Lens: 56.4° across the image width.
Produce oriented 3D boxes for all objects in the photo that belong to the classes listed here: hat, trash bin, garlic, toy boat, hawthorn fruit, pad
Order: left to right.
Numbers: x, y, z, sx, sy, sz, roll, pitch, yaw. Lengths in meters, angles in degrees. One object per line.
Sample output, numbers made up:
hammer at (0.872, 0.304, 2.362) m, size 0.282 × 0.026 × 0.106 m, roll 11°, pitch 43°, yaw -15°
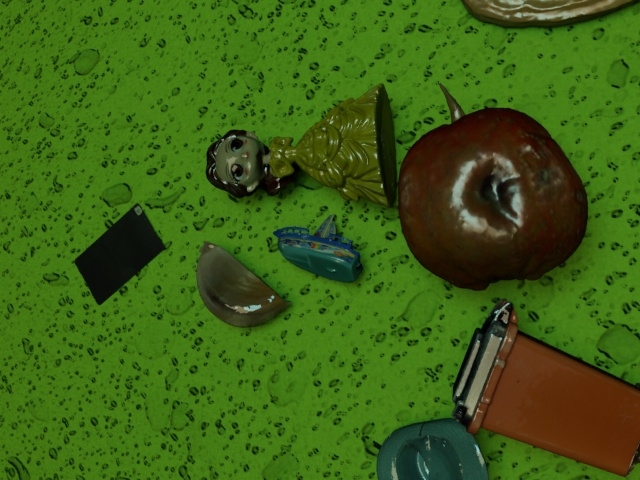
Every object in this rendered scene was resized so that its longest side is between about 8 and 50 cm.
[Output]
pad at (-0.400, 0.028, 1.180) m, size 0.193 × 0.004 × 0.116 m, roll -39°, pitch 73°, yaw 12°
garlic at (-0.154, 0.091, 1.046) m, size 0.196 × 0.087 × 0.101 m, roll 35°, pitch 83°, yaw 23°
toy boat at (0.000, 0.000, 1.008) m, size 0.175 × 0.091 × 0.110 m, roll 14°, pitch 56°, yaw 24°
hat at (0.179, 0.342, 0.903) m, size 0.191 × 0.078 × 0.138 m, roll -29°, pitch 66°, yaw 34°
hawthorn fruit at (0.236, -0.057, 0.838) m, size 0.258 × 0.258 × 0.261 m, roll -12°, pitch 52°, yaw 19°
trash bin at (0.319, 0.201, 0.828) m, size 0.239 × 0.161 × 0.184 m, roll 19°, pitch 92°, yaw 13°

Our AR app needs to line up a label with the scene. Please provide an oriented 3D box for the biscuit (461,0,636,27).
biscuit at (0.383, -0.512, 0.921) m, size 0.385 × 0.062 × 0.364 m, roll -18°, pitch 78°, yaw 17°

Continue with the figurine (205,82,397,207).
figurine at (-0.044, -0.136, 0.979) m, size 0.315 × 0.168 × 0.187 m, roll -4°, pitch 110°, yaw 18°
